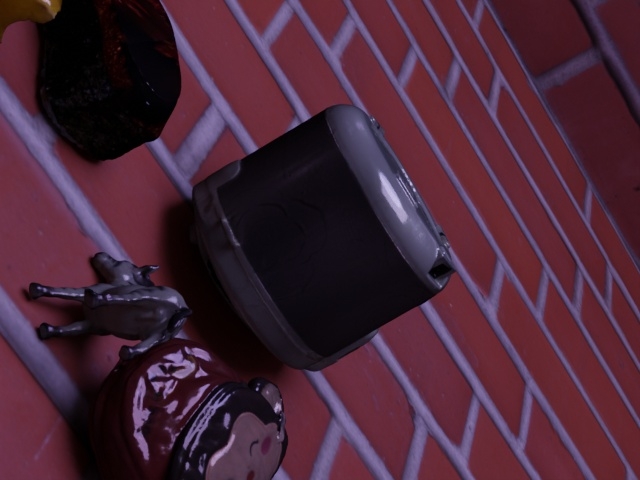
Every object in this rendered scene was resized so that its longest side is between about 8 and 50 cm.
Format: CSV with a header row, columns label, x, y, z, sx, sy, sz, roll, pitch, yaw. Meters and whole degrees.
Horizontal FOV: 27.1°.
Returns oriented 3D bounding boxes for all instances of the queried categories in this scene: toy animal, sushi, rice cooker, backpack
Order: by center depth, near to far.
label,x,y,z,sx,sy,sz,roll,pitch,yaw
backpack,-0.145,0.203,1.363,0.229,0.139,0.229,14,72,-47
toy animal,-0.197,0.066,1.368,0.176,0.217,0.073,-10,105,-44
sushi,-0.245,-0.208,1.538,0.136,0.126,0.225,28,39,-50
rice cooker,-0.002,0.001,1.642,0.288,0.277,0.288,56,10,-15

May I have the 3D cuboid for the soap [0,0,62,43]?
label,x,y,z,sx,sy,sz,roll,pitch,yaw
soap,-0.353,-0.367,1.406,0.324,0.096,0.204,-97,160,-51
